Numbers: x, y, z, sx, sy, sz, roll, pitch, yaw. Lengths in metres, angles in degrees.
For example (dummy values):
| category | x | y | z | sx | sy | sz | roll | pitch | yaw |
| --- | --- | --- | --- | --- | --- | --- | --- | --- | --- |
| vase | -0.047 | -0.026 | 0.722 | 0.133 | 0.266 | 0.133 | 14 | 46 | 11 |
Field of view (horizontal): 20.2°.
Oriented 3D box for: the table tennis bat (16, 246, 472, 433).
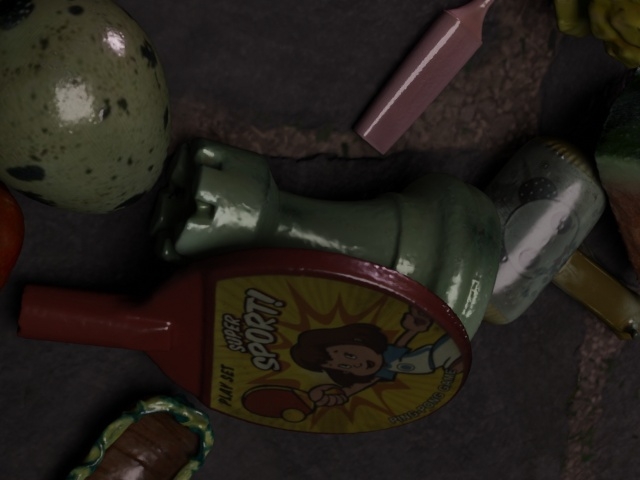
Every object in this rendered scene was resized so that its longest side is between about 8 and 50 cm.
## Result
| category | x | y | z | sx | sy | sz | roll | pitch | yaw |
| --- | --- | --- | --- | --- | --- | --- | --- | --- | --- |
| table tennis bat | -0.068 | 0.088 | 1.636 | 0.414 | 0.051 | 0.268 | 7 | 142 | 0 |

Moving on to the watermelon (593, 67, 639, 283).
| category | x | y | z | sx | sy | sz | roll | pitch | yaw |
| --- | --- | --- | --- | --- | --- | --- | --- | --- | --- |
| watermelon | 0.367 | -0.041 | 1.837 | 0.193 | 0.139 | 0.257 | -52 | 144 | -38 |

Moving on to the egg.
| category | x | y | z | sx | sy | sz | roll | pitch | yaw |
| --- | --- | --- | --- | --- | --- | --- | --- | --- | --- |
| egg | -0.212 | -0.113 | 1.518 | 0.177 | 0.177 | 0.228 | -37 | 136 | -8 |

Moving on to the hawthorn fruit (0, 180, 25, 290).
| category | x | y | z | sx | sy | sz | roll | pitch | yaw |
| --- | --- | --- | --- | --- | --- | --- | --- | --- | --- |
| hawthorn fruit | -0.330 | 0.010 | 1.534 | 0.148 | 0.148 | 0.172 | 1 | 117 | -27 |

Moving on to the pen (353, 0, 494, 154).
| category | x | y | z | sx | sy | sz | roll | pitch | yaw |
| --- | --- | --- | --- | --- | --- | --- | --- | --- | --- |
| pen | 0.108 | -0.171 | 1.737 | 0.053 | 0.032 | 0.197 | 39 | 93 | -32 |

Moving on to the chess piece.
| category | x | y | z | sx | sy | sz | roll | pitch | yaw |
| --- | --- | --- | --- | --- | --- | --- | --- | --- | --- |
| chess piece | 0.000 | 0.000 | 1.678 | 0.299 | 0.194 | 0.195 | 17 | 102 | -22 |

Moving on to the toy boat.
| category | x | y | z | sx | sy | sz | roll | pitch | yaw |
| --- | --- | --- | --- | --- | --- | --- | --- | --- | --- |
| toy boat | -0.214 | 0.269 | 1.725 | 0.108 | 0.099 | 0.293 | 38 | 84 | -33 |

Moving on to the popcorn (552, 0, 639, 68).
| category | x | y | z | sx | sy | sz | roll | pitch | yaw |
| --- | --- | --- | --- | --- | --- | --- | --- | --- | --- |
| popcorn | 0.360 | -0.282 | 1.691 | 0.282 | 0.282 | 0.247 | -7 | 111 | -24 |

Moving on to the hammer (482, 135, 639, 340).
| category | x | y | z | sx | sy | sz | roll | pitch | yaw |
| --- | --- | --- | --- | --- | --- | --- | --- | --- | --- |
| hammer | 0.261 | 0.033 | 1.868 | 0.202 | 0.113 | 0.305 | -50 | 131 | 3 |
